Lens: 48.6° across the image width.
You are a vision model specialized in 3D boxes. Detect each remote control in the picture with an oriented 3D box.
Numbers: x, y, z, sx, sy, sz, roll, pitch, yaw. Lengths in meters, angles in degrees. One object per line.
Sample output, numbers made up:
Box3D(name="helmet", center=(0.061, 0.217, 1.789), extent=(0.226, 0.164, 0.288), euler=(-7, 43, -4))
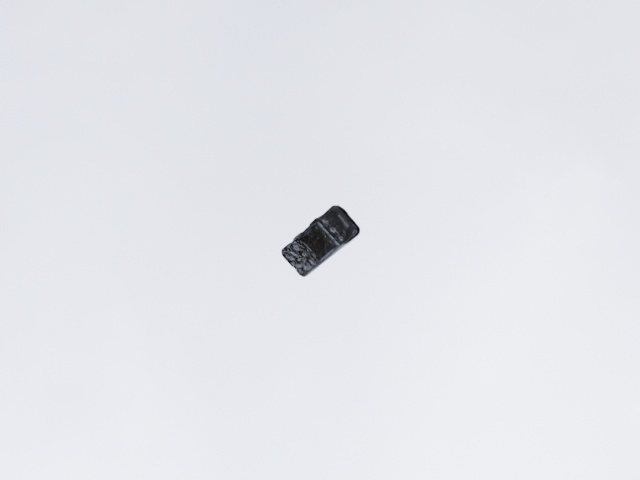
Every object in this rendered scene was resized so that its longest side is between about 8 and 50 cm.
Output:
Box3D(name="remote control", center=(0.000, 0.000, 0.689), extent=(0.039, 0.096, 0.014), euler=(49, -141, -2))
